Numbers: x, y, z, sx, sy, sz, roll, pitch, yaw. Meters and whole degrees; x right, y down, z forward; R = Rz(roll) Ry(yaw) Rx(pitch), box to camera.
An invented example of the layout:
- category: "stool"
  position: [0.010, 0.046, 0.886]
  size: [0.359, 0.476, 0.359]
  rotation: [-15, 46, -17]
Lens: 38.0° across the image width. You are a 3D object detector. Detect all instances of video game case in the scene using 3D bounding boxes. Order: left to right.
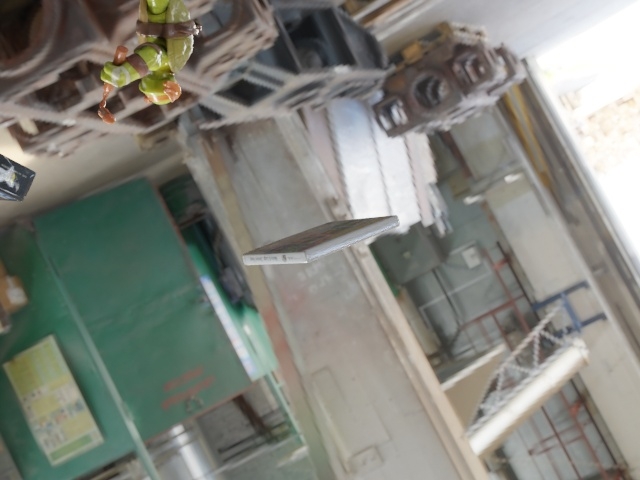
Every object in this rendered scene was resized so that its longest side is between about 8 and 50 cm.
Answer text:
- category: "video game case"
  position: [0.000, 0.000, 1.201]
  size: [0.157, 0.019, 0.143]
  rotation: [-21, -170, -35]

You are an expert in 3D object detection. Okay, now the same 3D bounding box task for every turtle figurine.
- category: "turtle figurine"
  position: [-0.171, -0.230, 0.972]
  size: [0.087, 0.217, 0.269]
  rotation: [4, -158, 7]

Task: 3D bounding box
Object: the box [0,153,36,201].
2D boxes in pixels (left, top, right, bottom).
- category: "box"
  position: [-0.592, -0.136, 1.472]
  size: [0.183, 0.233, 0.059]
  rotation: [8, -109, 52]
